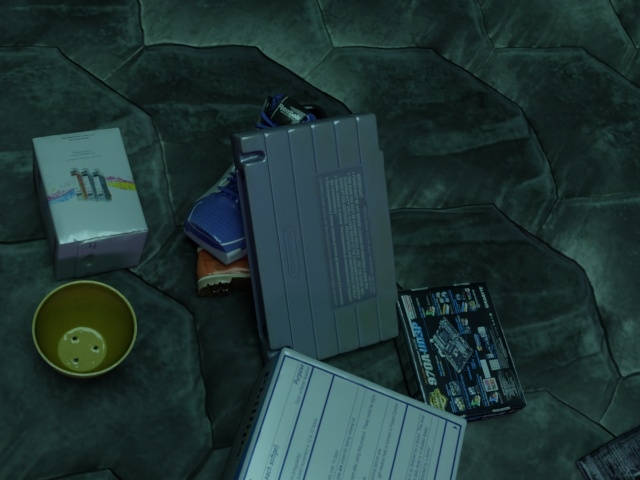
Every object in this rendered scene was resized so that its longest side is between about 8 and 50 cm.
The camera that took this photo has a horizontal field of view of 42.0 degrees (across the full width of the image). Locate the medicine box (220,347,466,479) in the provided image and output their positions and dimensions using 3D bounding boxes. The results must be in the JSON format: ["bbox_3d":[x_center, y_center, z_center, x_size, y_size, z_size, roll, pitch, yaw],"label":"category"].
[{"bbox_3d":[0.021,0.331,1.127,0.289,0.149,0.264,22,59,-6],"label":"medicine box"}]

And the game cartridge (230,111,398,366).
[{"bbox_3d":[0.000,0.000,1.241,0.230,0.068,0.355,-14,106,-29],"label":"game cartridge"}]

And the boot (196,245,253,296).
[{"bbox_3d":[-0.115,0.035,1.289,0.157,0.059,0.085,-2,60,-19],"label":"boot"}]

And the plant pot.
[{"bbox_3d":[-0.324,0.135,1.142,0.134,0.095,0.134,8,62,-14],"label":"plant pot"}]

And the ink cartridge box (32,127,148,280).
[{"bbox_3d":[-0.339,-0.052,1.214,0.127,0.128,0.176,-10,69,-23],"label":"ink cartridge box"}]

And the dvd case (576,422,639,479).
[{"bbox_3d":[0.540,0.386,1.353,0.221,0.018,0.165,-20,71,-26],"label":"dvd case"}]

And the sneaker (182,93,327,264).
[{"bbox_3d":[-0.087,-0.125,1.289,0.127,0.182,0.315,32,51,17],"label":"sneaker"}]

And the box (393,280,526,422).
[{"bbox_3d":[0.213,0.179,1.329,0.175,0.051,0.220,-5,66,-21],"label":"box"}]
